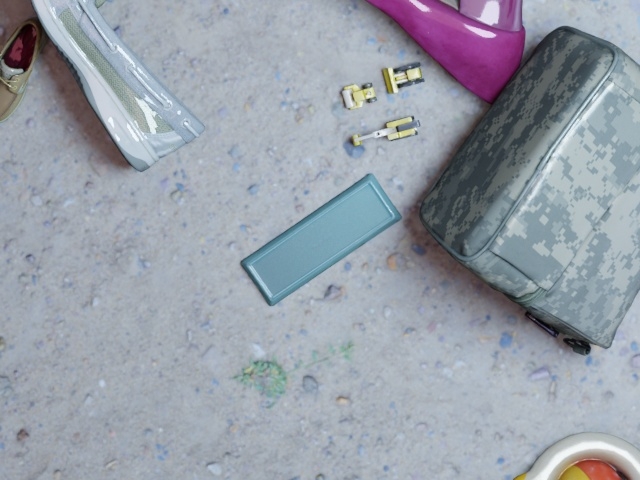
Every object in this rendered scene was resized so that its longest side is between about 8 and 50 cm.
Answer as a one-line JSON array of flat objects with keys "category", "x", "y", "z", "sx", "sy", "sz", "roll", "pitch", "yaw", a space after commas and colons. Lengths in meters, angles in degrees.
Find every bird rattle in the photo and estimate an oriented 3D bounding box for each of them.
[{"category": "bird rattle", "x": 0.338, "y": 0.318, "z": 1.859, "sx": 0.253, "sy": 0.143, "sz": 0.207, "roll": -33, "pitch": 76, "yaw": 2}]

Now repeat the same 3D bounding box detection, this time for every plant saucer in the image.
[{"category": "plant saucer", "x": 0.000, "y": 0.000, "z": 1.898, "sx": 0.192, "sy": 0.018, "sz": 0.067, "roll": -34, "pitch": 92, "yaw": 6}]

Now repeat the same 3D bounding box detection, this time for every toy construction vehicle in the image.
[{"category": "toy construction vehicle", "x": 0.078, "y": -0.159, "z": 1.872, "sx": 0.098, "sy": 0.035, "sz": 0.086, "roll": -12, "pitch": 94, "yaw": 4}]

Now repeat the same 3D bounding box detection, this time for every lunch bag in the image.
[{"category": "lunch bag", "x": 0.298, "y": -0.047, "z": 1.785, "sx": 0.256, "sy": 0.212, "sz": 0.305, "roll": 33, "pitch": 96, "yaw": -21}]

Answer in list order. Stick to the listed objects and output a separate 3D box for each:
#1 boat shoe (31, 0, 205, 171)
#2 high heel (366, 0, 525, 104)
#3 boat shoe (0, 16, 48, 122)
[{"category": "boat shoe", "x": -0.253, "y": -0.237, "z": 1.847, "sx": 0.103, "sy": 0.118, "sz": 0.320, "roll": -30, "pitch": 97, "yaw": -1}, {"category": "high heel", "x": 0.049, "y": -0.269, "z": 1.834, "sx": 0.377, "sy": 0.127, "sz": 0.181, "roll": 14, "pitch": 116, "yaw": 13}, {"category": "boat shoe", "x": -0.365, "y": -0.202, "z": 1.885, "sx": 0.050, "sy": 0.045, "sz": 0.135, "roll": 24, "pitch": 95, "yaw": 1}]
